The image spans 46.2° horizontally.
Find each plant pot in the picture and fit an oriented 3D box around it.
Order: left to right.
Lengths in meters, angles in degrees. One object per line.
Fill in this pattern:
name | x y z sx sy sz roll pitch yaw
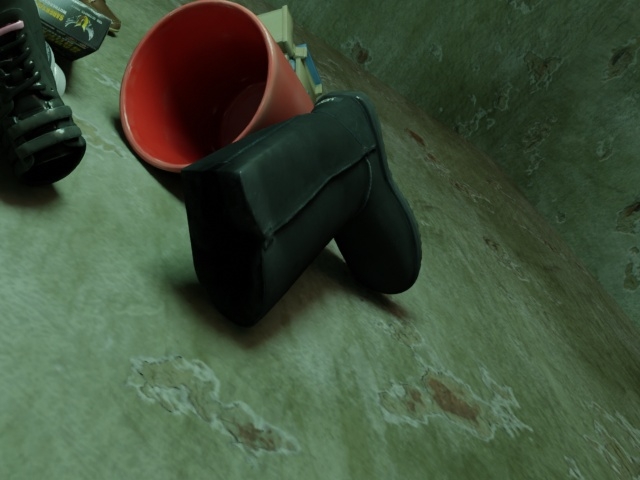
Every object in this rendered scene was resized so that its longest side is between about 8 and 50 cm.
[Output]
plant pot | -0.141 -0.213 1.220 0.275 0.275 0.243 48 11 25

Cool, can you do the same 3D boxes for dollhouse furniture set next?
dollhouse furniture set | -0.121 -0.356 1.827 0.303 0.198 0.286 61 21 -48

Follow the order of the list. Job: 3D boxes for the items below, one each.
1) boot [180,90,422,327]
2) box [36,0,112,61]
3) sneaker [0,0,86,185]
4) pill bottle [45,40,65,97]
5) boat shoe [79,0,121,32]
boot | -0.001 -0.002 1.086 0.367 0.146 0.445 68 27 -14
box | -0.457 -0.364 1.155 0.231 0.056 0.183 28 -8 -30
sneaker | -0.327 -0.174 0.829 0.105 0.295 0.147 -29 68 -22
pill bottle | -0.403 -0.233 0.950 0.108 0.108 0.180 45 -4 19
boat shoe | -0.472 -0.492 1.525 0.178 0.060 0.064 41 20 8
